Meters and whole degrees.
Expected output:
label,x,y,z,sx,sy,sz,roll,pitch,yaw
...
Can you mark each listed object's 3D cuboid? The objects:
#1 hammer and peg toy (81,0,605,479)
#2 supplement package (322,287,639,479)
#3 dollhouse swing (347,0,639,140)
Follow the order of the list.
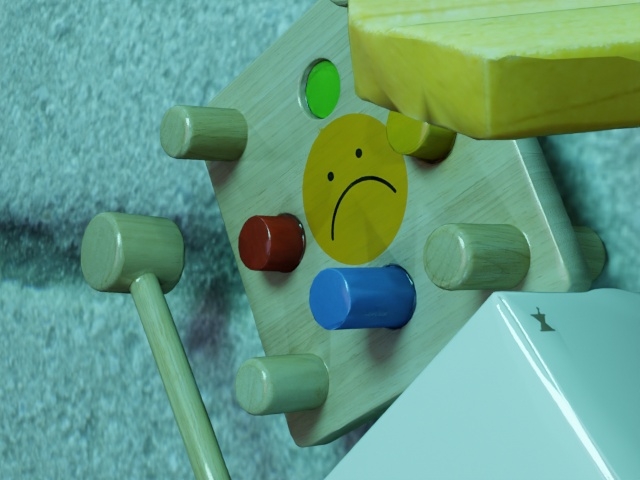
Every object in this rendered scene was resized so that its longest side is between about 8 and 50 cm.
label,x,y,z,sx,sy,sz,roll,pitch,yaw
hammer and peg toy,0.000,0.000,0.878,0.361,0.127,0.266,-38,63,41
supplement package,0.106,0.182,0.711,0.293,0.177,0.175,-53,52,34
dollhouse swing,0.180,-0.208,0.424,0.347,0.305,0.315,-84,3,-59
